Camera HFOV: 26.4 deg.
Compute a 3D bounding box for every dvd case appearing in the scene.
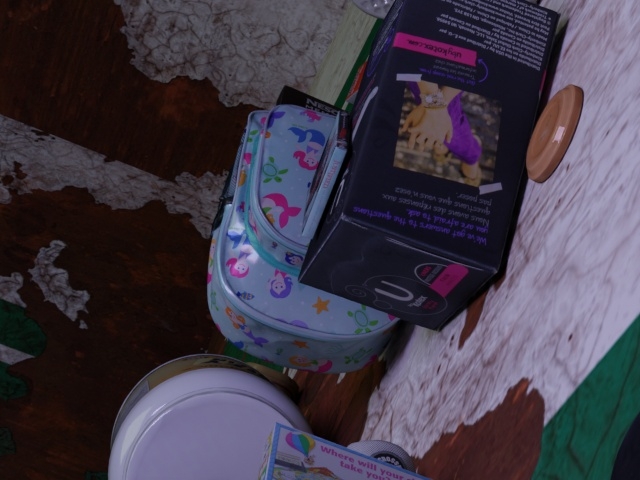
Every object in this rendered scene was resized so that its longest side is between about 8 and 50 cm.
[{"bbox_3d":[0.005,-0.060,1.208,0.119,0.013,0.087,-86,17,-68],"label":"dvd case"}]

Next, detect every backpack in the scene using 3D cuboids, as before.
[{"bbox_3d":[0.000,0.000,1.393,0.191,0.225,0.254,115,170,-64],"label":"backpack"}]

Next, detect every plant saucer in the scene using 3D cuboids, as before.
[{"bbox_3d":[0.186,-0.087,1.098,0.083,0.013,0.083,-158,90,-82],"label":"plant saucer"}]

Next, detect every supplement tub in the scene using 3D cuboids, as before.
[{"bbox_3d":[-0.121,0.250,1.526,0.316,0.228,0.228,178,113,-82],"label":"supplement tub"}]

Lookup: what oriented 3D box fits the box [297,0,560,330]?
[{"bbox_3d":[0.097,-0.082,1.216,0.165,0.143,0.270,123,166,-65],"label":"box"}]

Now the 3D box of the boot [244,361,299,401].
[{"bbox_3d":[-0.112,0.322,1.851,0.236,0.089,0.270,102,-175,-65],"label":"boot"}]

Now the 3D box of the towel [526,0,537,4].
[{"bbox_3d":[0.177,-0.248,1.491,0.282,0.049,0.187,120,169,-52],"label":"towel"}]

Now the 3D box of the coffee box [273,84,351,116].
[{"bbox_3d":[-0.010,-0.090,1.934,0.297,0.168,0.119,-84,17,-63],"label":"coffee box"}]

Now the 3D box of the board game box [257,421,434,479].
[{"bbox_3d":[0.032,0.183,0.885,0.103,0.154,0.026,-80,13,-61],"label":"board game box"}]

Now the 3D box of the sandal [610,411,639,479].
[{"bbox_3d":[0.143,0.149,0.561,0.254,0.054,0.097,-86,19,-67],"label":"sandal"}]

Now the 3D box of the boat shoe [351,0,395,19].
[{"bbox_3d":[0.185,-0.492,1.652,0.500,0.186,0.156,-62,3,8],"label":"boat shoe"}]

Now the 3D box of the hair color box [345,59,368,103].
[{"bbox_3d":[0.096,-0.196,1.757,0.167,0.093,0.053,160,132,-80],"label":"hair color box"}]

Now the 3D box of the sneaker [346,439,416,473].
[{"bbox_3d":[0.008,0.210,0.962,0.330,0.122,0.146,-10,-54,-84],"label":"sneaker"}]
